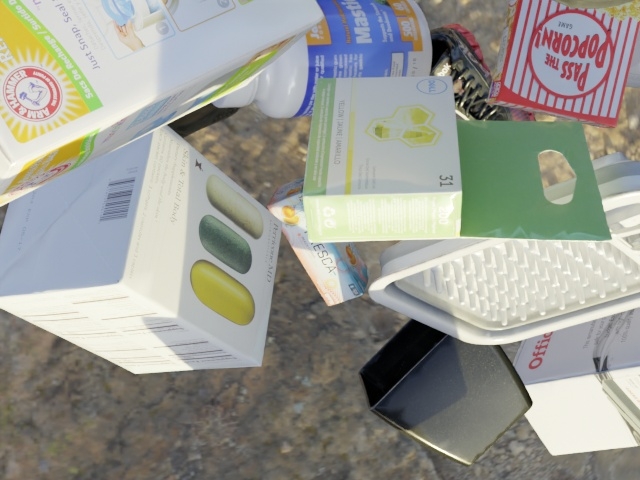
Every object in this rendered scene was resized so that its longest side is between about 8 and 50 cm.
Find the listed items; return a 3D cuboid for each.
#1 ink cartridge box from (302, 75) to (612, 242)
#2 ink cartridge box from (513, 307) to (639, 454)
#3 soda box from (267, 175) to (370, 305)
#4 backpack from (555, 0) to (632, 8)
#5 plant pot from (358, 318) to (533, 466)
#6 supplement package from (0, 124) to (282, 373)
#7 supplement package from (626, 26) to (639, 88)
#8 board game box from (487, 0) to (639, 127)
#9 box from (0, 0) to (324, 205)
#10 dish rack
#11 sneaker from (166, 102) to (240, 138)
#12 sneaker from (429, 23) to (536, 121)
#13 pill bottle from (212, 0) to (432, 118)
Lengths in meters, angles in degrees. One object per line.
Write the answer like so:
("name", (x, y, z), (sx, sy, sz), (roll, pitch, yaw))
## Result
("ink cartridge box", (0.109, -0.070, 0.773), (0.235, 0.056, 0.171), (-1, 41, 6))
("ink cartridge box", (0.525, 0.160, 1.455), (0.395, 0.285, 0.166), (-18, 114, 40))
("soda box", (0.000, 0.000, 1.328), (0.063, 0.058, 0.183), (-20, 115, 25))
("backpack", (0.063, -0.306, 0.594), (0.273, 0.290, 0.355), (-38, 59, 24))
("plant pot", (0.182, 0.197, 1.306), (0.167, 0.188, 0.187), (44, 94, -6))
("supplement package", (-0.204, 0.019, 1.095), (0.198, 0.263, 0.199), (-7, 62, 29))
("supplement package", (0.592, -0.357, 1.476), (0.175, 0.293, 0.177), (5, 83, -15))
("board game box", (0.286, -0.238, 1.081), (0.147, 0.045, 0.193), (10, 95, -7))
("box", (-0.121, -0.112, 0.526), (0.103, 0.203, 0.114), (60, 149, -4))
("dish rack", (0.244, 0.015, 0.986), (0.333, 0.286, 0.072), (-22, 60, 32))
("sneaker", (-0.229, -0.203, 1.321), (0.228, 0.087, 0.130), (-30, 64, -27))
("sneaker", (0.238, -0.239, 1.507), (0.097, 0.135, 0.276), (-49, 63, 35))
("pill bottle", (-0.008, -0.236, 1.208), (0.272, 0.152, 0.152), (-8, 75, -25))
